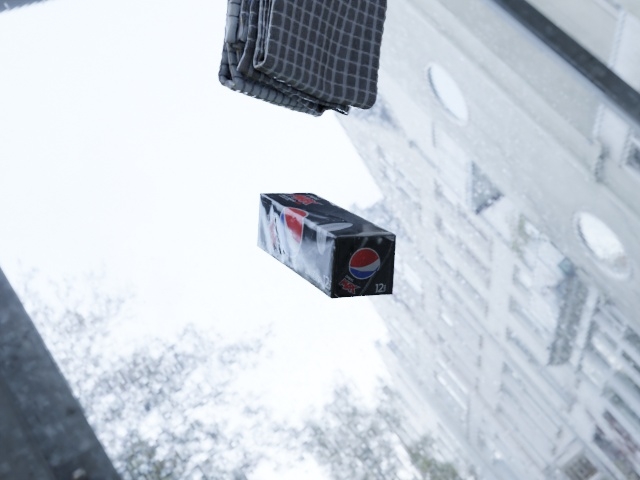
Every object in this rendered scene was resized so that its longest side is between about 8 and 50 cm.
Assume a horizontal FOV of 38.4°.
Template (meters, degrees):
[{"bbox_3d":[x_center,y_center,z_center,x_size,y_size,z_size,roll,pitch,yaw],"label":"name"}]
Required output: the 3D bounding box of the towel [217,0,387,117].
[{"bbox_3d":[-0.013,-0.312,1.195,0.235,0.121,0.284,11,-94,-55],"label":"towel"}]

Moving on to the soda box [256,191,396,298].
[{"bbox_3d":[0.000,0.000,0.805,0.060,0.169,0.053,-2,-75,-26],"label":"soda box"}]
